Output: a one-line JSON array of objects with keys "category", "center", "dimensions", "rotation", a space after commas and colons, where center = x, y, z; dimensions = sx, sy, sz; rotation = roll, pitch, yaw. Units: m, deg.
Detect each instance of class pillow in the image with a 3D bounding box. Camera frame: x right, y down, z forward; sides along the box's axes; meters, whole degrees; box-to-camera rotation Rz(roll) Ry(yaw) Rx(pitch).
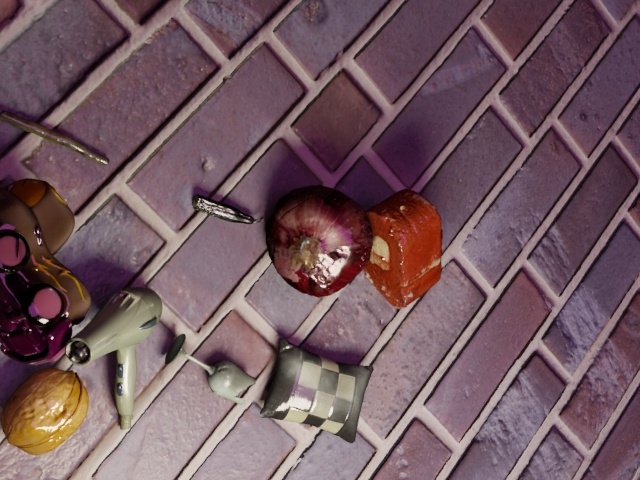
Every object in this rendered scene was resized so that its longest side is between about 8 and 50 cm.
[{"category": "pillow", "center": [-0.008, 0.341, 2.042], "dimensions": [0.249, 0.106, 0.186], "rotation": [21, 77, -21]}]

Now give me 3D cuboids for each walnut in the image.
[{"category": "walnut", "center": [-0.532, 0.330, 1.749], "dimensions": [0.144, 0.144, 0.180], "rotation": [44, 66, -19]}]

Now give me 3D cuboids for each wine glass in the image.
[{"category": "wine glass", "center": [-0.235, 0.281, 1.940], "dimensions": [0.195, 0.079, 0.079], "rotation": [34, 73, -21]}]

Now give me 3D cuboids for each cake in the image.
[{"category": "cake", "center": [0.180, 0.015, 2.090], "dimensions": [0.151, 0.177, 0.283], "rotation": [-36, 139, -25]}]

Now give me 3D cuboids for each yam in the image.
[{"category": "yam", "center": [-0.539, -0.210, 1.835], "dimensions": [0.234, 0.029, 0.027], "rotation": [25, 103, -26]}]

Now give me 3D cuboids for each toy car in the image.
[{"category": "toy car", "center": [-0.562, 0.047, 1.702], "dimensions": [0.240, 0.271, 0.341], "rotation": [-46, 112, -44]}]

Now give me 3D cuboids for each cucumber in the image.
[{"category": "cucumber", "center": [-0.206, -0.064, 1.999], "dimensions": [0.163, 0.043, 0.039], "rotation": [21, 36, -29]}]

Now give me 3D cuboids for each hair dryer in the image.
[{"category": "hair dryer", "center": [-0.409, 0.233, 1.756], "dimensions": [0.119, 0.296, 0.298], "rotation": [7, 85, 14]}]

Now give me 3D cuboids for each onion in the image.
[{"category": "onion", "center": [0.000, 0.000, 2.026], "dimensions": [0.252, 0.219, 0.252], "rotation": [1, 95, 11]}]
